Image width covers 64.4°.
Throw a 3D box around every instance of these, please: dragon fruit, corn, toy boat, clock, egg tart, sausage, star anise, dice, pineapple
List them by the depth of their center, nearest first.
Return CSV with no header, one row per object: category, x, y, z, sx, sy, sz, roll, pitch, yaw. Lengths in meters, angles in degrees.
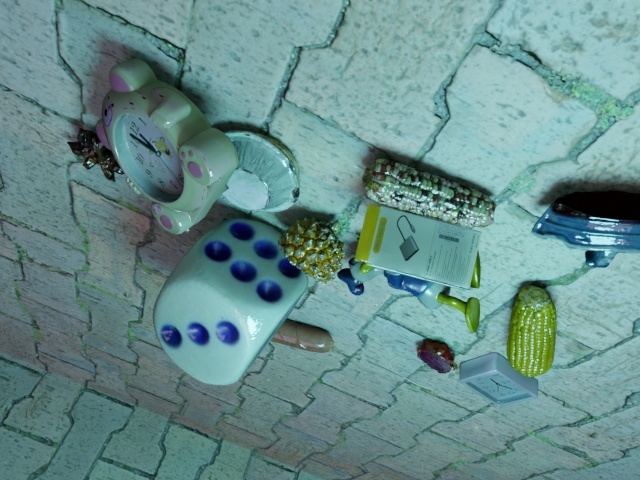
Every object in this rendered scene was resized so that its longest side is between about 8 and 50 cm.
toy boat,0.566,-0.012,0.963,0.309,0.129,0.143,5,128,15
corn,0.222,-0.096,1.043,0.280,0.092,0.092,16,141,-4
clock,-0.332,-0.193,1.061,0.309,0.114,0.284,46,139,0
egg tart,-0.158,-0.139,1.136,0.234,0.094,0.234,14,141,12
pineapple,0.000,0.002,1.216,0.176,0.161,0.137,45,105,5
star anise,-0.535,-0.210,1.235,0.167,0.057,0.168,16,150,10
dice,-0.218,0.146,1.260,0.277,0.304,0.304,37,125,6
corn,0.531,0.239,1.281,0.119,0.119,0.322,0,133,22
dragon fruit,0.349,0.337,1.511,0.112,0.068,0.126,44,151,-5
clock,0.536,0.426,1.536,0.197,0.063,0.150,34,138,-18
sausage,-0.165,0.282,1.635,0.432,0.088,0.088,15,141,5

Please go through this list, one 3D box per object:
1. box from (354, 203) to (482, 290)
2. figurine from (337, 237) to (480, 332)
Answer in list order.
box,0.201,0.013,1.052,0.247,0.129,0.033,15,175,-2
figurine,0.175,0.071,1.170,0.338,0.205,0.284,-6,135,33
